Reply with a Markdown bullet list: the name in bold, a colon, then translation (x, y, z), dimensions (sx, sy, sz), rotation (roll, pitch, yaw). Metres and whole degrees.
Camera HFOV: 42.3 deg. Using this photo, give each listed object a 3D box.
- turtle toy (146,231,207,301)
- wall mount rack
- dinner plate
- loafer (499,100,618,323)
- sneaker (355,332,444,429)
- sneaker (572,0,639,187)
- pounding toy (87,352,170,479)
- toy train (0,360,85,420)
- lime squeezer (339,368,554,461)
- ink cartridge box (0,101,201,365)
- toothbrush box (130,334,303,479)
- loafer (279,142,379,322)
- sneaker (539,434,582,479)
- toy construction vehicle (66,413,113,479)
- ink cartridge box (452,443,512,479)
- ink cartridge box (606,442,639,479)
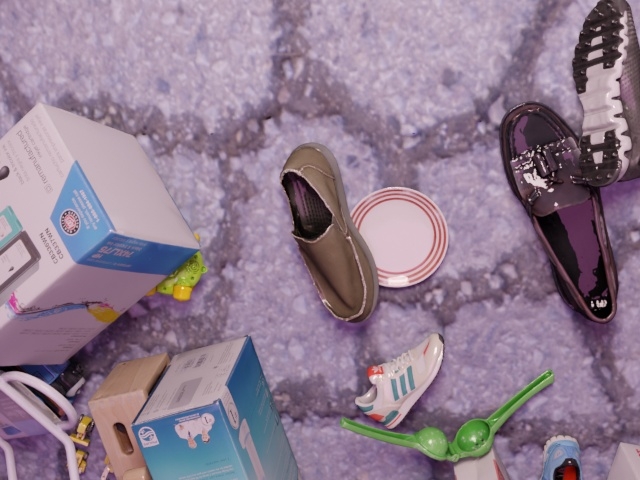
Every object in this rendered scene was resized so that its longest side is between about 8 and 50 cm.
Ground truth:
- **turtle toy**: translation (-0.218, 0.032, 1.142), dimensions (0.130, 0.066, 0.095), rotation (8, 83, 6)
- **wall mount rack**: translation (-0.434, 0.301, 1.133), dimensions (0.350, 0.130, 0.304), rotation (-18, 119, 46)
- **dinner plate**: translation (0.103, -0.005, 1.128), dimensions (0.141, 0.017, 0.141), rotation (2, 107, 5)
- **loafer**: translation (0.318, -0.034, 1.058), dimensions (0.109, 0.095, 0.303), rotation (-22, 103, 11)
- **sneaker**: translation (0.109, 0.189, 1.162), dimensions (0.075, 0.057, 0.161), rotation (29, 109, -9)
- **sneaker**: translation (0.373, -0.180, 1.025), dimensions (0.106, 0.078, 0.234), rotation (1, 87, -31)
- **pounding toy**: translation (-0.253, 0.286, 1.146), dimensions (0.094, 0.206, 0.181), rotation (-13, 105, 9)
- **toy train**: translation (-0.423, 0.180, 1.200), dimensions (0.105, 0.080, 0.184), rotation (-42, 98, 9)
- **lime squeezer**: translation (0.182, 0.265, 1.155), dimensions (0.310, 0.059, 0.110), rotation (-10, 133, -9)
- **ink cartridge box**: translation (-0.340, 0.005, 1.046), dimensions (0.270, 0.197, 0.198), rotation (-39, 71, 14)
- **toothbrush box**: translation (-0.123, 0.314, 1.138), dimensions (0.126, 0.216, 0.296), rotation (-17, 105, 10)
- **loafer**: translation (0.000, 0.000, 1.091), dimensions (0.094, 0.087, 0.251), rotation (-15, 100, 33)
- **sneaker**: translation (0.340, 0.364, 1.183), dimensions (0.063, 0.073, 0.162), rotation (1, 106, 5)
- **toy construction vehicle**: translation (-0.345, 0.324, 1.254), dimensions (0.085, 0.035, 0.098), rotation (25, 107, -2)
- **ink cartridge box**: translation (0.263, 0.404, 1.179), dimensions (0.067, 0.115, 0.198), rotation (-27, 101, 11)
- **ink cartridge box**: translation (0.525, 0.376, 1.117), dimensions (0.237, 0.172, 0.100), rotation (10, 106, 3)
